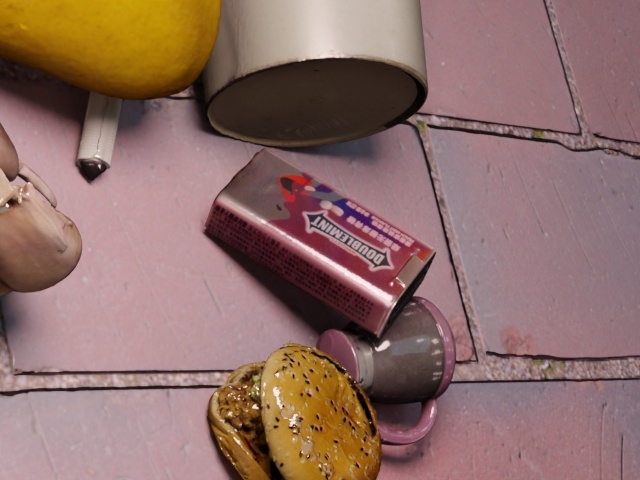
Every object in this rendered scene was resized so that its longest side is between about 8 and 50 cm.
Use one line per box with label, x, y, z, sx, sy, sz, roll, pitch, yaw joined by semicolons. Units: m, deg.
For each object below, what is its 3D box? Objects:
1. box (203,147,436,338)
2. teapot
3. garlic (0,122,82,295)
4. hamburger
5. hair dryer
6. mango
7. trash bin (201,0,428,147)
box;0.000;0.000;1.814;0.224;0.069;0.120;31;43;7
teapot;0.063;0.140;1.854;0.146;0.116;0.148;-8;113;-33
garlic;-0.310;-0.062;1.501;0.237;0.292;0.210;21;83;-2
hamburger;-0.019;0.181;1.731;0.177;0.113;0.185;19;58;-35
hair dryer;-0.229;-0.172;1.768;0.131;0.073;0.236;23;63;-32
mango;-0.277;-0.297;1.614;0.445;0.301;0.220;45;12;-19
trash bin;-0.027;-0.345;1.893;0.280;0.280;0.432;10;66;-41
